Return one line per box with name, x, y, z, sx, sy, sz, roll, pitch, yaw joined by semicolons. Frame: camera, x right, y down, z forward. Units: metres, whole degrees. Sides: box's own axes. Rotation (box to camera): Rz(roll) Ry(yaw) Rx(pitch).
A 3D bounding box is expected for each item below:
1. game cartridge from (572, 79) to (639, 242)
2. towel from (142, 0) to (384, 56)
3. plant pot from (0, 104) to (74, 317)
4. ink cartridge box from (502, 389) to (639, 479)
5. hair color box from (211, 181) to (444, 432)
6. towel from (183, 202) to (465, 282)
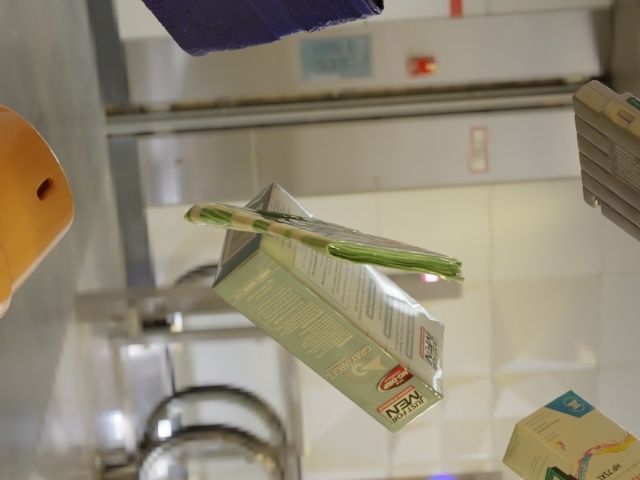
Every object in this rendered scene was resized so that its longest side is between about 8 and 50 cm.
game cartridge;0.481;-0.051;1.855;0.355;0.068;0.230;43;-23;39
towel;-0.094;-0.347;1.755;0.227;0.308;0.076;51;44;-38
plant pot;-0.451;-0.040;1.759;0.203;0.291;0.290;-38;139;-35
ink cartridge box;0.376;0.313;1.859;0.231;0.134;0.078;36;-51;30
hair color box;0.021;0.103;2.098;0.374;0.113;0.185;39;29;-20
towel;0.000;0.000;1.830;0.325;0.248;0.038;17;-85;50
